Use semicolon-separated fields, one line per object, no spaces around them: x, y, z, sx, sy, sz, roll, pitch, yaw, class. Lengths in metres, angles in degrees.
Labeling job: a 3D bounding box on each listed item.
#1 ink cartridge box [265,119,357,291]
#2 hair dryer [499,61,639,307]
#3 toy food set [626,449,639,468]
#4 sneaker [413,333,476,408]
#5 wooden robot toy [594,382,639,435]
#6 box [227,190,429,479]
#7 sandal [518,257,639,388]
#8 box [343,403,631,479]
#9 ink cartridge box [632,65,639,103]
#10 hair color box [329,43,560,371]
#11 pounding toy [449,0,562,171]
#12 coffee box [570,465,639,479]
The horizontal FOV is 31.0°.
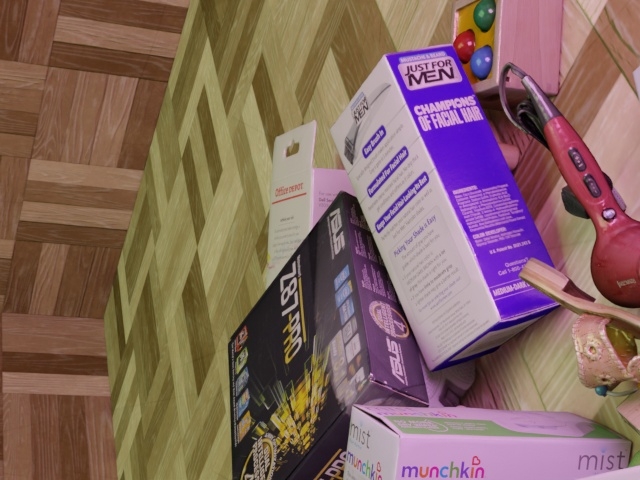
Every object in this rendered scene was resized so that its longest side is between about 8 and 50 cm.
0.000;0.000;1.840;0.207;0.119;0.353;171;102;-69;ink cartridge box
0.251;-0.028;1.080;0.080;0.223;0.293;-40;36;6;hair dryer
0.311;0.182;0.962;0.071;0.128;0.218;-119;41;-58;toy food set
0.117;0.214;1.468;0.153;0.101;0.268;-21;68;51;sneaker
0.319;0.150;1.070;0.079;0.076;0.173;-45;28;3;wooden robot toy
-0.005;0.169;1.513;0.318;0.097;0.395;-51;25;27;box
0.260;0.099;1.071;0.079;0.088;0.240;-56;39;1;sandal
0.156;0.290;1.158;0.127;0.262;0.231;-160;77;-68;box
0.350;-0.105;1.002;0.127;0.072;0.175;127;142;-56;ink cartridge box
0.142;-0.038;1.362;0.339;0.110;0.185;67;152;15;hair color box
0.200;-0.190;1.391;0.181;0.094;0.206;172;102;-69;pounding toy
0.291;0.313;0.684;0.334;0.338;0.337;140;131;-61;coffee box
